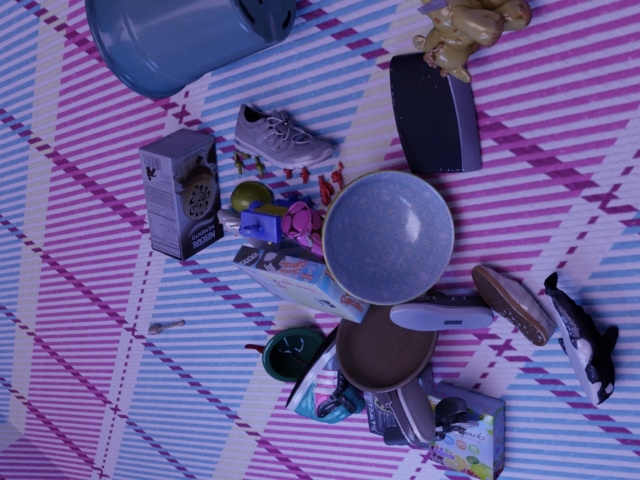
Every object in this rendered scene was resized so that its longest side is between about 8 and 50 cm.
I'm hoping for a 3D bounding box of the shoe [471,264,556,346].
[{"bbox_3d":[0.412,0.131,1.729,0.219,0.058,0.076,47,154,12],"label":"shoe"}]

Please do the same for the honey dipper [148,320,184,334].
[{"bbox_3d":[-0.478,0.271,2.526,0.161,0.030,0.030,-15,105,40],"label":"honey dipper"}]

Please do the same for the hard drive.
[{"bbox_3d":[0.227,-0.254,1.646,0.172,0.054,0.254,2,116,37],"label":"hard drive"}]

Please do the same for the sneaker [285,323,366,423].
[{"bbox_3d":[0.052,0.364,2.098,0.178,0.124,0.295,31,113,-4],"label":"sneaker"}]

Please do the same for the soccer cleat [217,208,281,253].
[{"bbox_3d":[-0.182,-0.030,2.098,0.196,0.068,0.076,39,118,12],"label":"soccer cleat"}]

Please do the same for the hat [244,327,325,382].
[{"bbox_3d":[-0.092,0.272,2.222,0.209,0.183,0.172,2,114,-12],"label":"hat"}]

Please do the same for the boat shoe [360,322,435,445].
[{"bbox_3d":[0.170,0.341,1.901,0.097,0.117,0.324,-37,53,22],"label":"boat shoe"}]

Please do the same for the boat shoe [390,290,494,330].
[{"bbox_3d":[0.263,0.145,1.767,0.229,0.076,0.080,0,139,-3],"label":"boat shoe"}]

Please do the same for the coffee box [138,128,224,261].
[{"bbox_3d":[-0.358,-0.119,2.109,0.119,0.168,0.297,18,125,30],"label":"coffee box"}]

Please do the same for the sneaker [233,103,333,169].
[{"bbox_3d":[-0.096,-0.243,1.872,0.281,0.105,0.115,18,124,31],"label":"sneaker"}]

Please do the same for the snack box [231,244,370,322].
[{"bbox_3d":[-0.052,0.102,1.963,0.322,0.060,0.187,12,157,47],"label":"snack box"}]

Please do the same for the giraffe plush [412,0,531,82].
[{"bbox_3d":[0.257,-0.382,1.481,0.170,0.210,0.181,98,156,-59],"label":"giraffe plush"}]

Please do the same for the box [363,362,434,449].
[{"bbox_3d":[0.199,0.401,2.045,0.183,0.056,0.231,7,118,34],"label":"box"}]

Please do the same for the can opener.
[{"bbox_3d":[0.261,0.440,1.930,0.280,0.074,0.093,-30,56,46],"label":"can opener"}]

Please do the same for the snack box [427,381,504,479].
[{"bbox_3d":[0.351,0.462,1.951,0.175,0.070,0.207,12,120,34],"label":"snack box"}]

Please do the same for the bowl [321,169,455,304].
[{"bbox_3d":[0.132,-0.018,1.765,0.156,0.290,0.289,-129,17,-76],"label":"bowl"}]

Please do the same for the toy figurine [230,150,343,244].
[{"bbox_3d":[-0.132,-0.085,1.915,0.363,0.217,0.191,13,122,32],"label":"toy figurine"}]

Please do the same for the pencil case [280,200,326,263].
[{"bbox_3d":[0.000,0.000,1.810,0.095,0.209,0.098,-48,47,7],"label":"pencil case"}]

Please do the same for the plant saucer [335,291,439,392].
[{"bbox_3d":[0.158,0.221,1.874,0.278,0.277,0.041,-3,154,39],"label":"plant saucer"}]

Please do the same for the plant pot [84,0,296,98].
[{"bbox_3d":[-0.255,-0.504,1.717,0.334,0.341,0.341,-8,109,32],"label":"plant pot"}]

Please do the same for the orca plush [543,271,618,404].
[{"bbox_3d":[0.549,0.191,1.653,0.151,0.102,0.287,83,161,-87],"label":"orca plush"}]
